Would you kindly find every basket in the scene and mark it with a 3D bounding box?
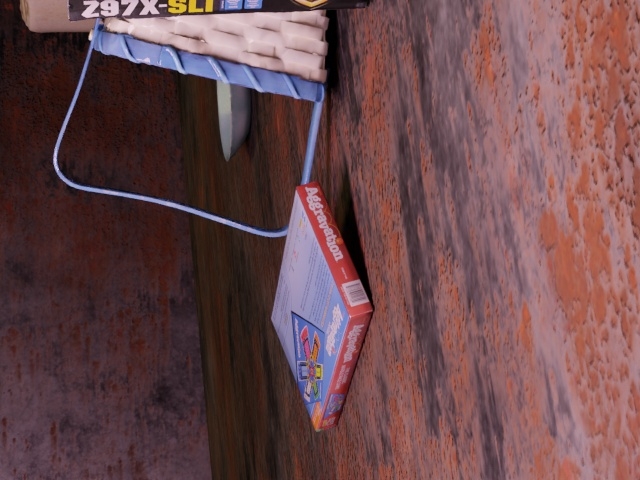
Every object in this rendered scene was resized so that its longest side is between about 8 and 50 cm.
[{"bbox_3d":[-0.108,-0.165,1.450,0.201,0.255,0.288,-150,75,-77],"label":"basket"}]

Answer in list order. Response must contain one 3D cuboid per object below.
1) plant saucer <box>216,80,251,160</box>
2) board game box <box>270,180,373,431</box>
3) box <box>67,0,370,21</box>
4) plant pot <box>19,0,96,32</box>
[{"bbox_3d":[-0.128,-0.215,2.183,0.195,0.037,0.194,177,90,-80],"label":"plant saucer"},{"bbox_3d":[-0.003,0.074,1.463,0.281,0.027,0.145,103,149,-61],"label":"board game box"},{"bbox_3d":[-0.099,-0.340,1.267,0.079,0.257,0.322,104,161,-59],"label":"box"},{"bbox_3d":[-0.265,-0.410,1.998,0.334,0.306,0.333,170,90,-77],"label":"plant pot"}]
